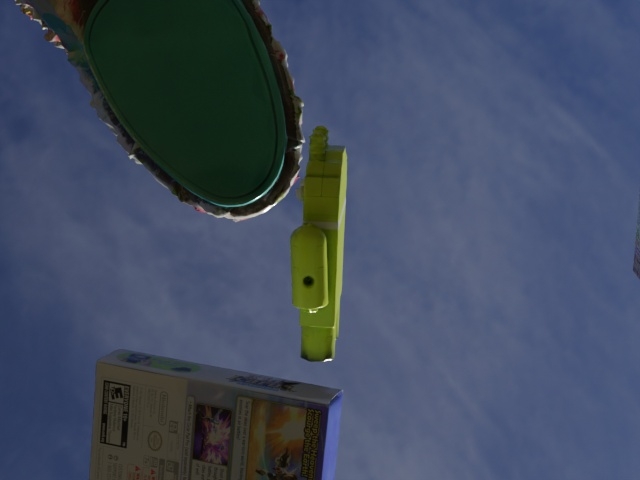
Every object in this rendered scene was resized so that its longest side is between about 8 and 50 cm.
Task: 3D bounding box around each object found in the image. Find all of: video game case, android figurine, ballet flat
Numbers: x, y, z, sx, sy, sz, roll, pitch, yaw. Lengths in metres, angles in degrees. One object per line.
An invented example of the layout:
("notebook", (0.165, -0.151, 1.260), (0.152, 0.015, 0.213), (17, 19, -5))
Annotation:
("video game case", (-0.111, 0.261, 1.239), (0.061, 0.244, 0.269), (-28, -55, -70))
("android figurine", (0.000, 0.000, 1.490), (0.056, 0.248, 0.272), (1, -75, 4))
("ballet flat", (-0.086, -0.110, 0.542), (0.091, 0.077, 0.241), (-37, -96, 2))

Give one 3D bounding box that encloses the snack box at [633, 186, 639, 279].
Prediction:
("snack box", (0.439, -0.016, 1.509), (0.070, 0.207, 0.174), (1, -75, 1))
